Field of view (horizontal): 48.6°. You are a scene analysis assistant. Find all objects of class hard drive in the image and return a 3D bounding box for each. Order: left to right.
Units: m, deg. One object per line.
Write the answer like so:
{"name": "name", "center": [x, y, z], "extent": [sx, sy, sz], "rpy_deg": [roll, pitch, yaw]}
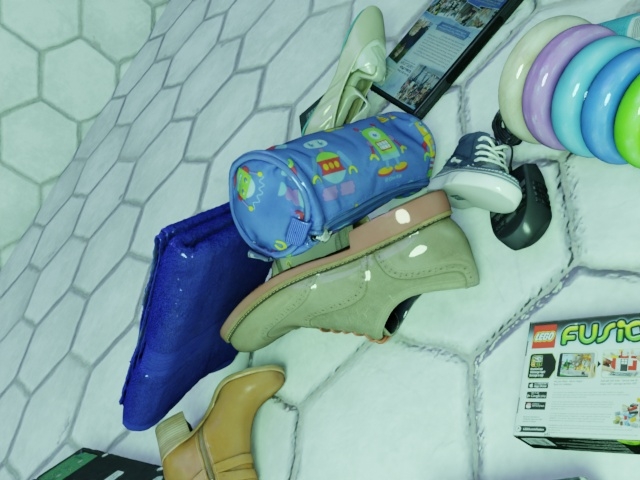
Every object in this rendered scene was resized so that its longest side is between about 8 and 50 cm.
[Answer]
{"name": "hard drive", "center": [-0.347, 0.392, 0.979], "extent": [0.339, 0.064, 0.237], "rpy_deg": [-9, 16, 47]}
{"name": "hard drive", "center": [0.020, -0.229, 1.228], "extent": [0.135, 0.022, 0.094], "rpy_deg": [-37, 36, 25]}

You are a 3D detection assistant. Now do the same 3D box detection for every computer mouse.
{"name": "computer mouse", "center": [0.230, -0.079, 0.817], "extent": [0.071, 0.041, 0.242], "rpy_deg": [-53, 20, 45]}

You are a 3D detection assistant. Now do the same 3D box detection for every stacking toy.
{"name": "stacking toy", "center": [0.318, -0.109, 0.651], "extent": [0.141, 0.141, 0.330], "rpy_deg": [-52, 38, 4]}

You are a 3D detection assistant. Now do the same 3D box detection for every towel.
{"name": "towel", "center": [-0.155, 0.080, 0.915], "extent": [0.228, 0.076, 0.308], "rpy_deg": [-35, -26, -54]}

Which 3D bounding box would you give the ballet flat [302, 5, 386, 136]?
{"name": "ballet flat", "center": [0.058, -0.245, 1.121], "extent": [0.248, 0.086, 0.086], "rpy_deg": [-65, 31, 8]}

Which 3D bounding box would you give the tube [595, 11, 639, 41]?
{"name": "tube", "center": [0.325, -0.224, 0.814], "extent": [0.080, 0.052, 0.207], "rpy_deg": [-50, 25, -19]}

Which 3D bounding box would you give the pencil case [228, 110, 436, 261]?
{"name": "pencil case", "center": [0.026, -0.074, 0.860], "extent": [0.133, 0.306, 0.119], "rpy_deg": [44, 129, 17]}

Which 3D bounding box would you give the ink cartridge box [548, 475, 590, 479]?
{"name": "ink cartridge box", "center": [0.140, 0.349, 0.507], "extent": [0.165, 0.065, 0.332], "rpy_deg": [-25, 43, 36]}

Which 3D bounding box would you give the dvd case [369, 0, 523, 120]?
{"name": "dvd case", "center": [0.190, -0.309, 1.087], "extent": [0.253, 0.022, 0.180], "rpy_deg": [-49, 34, 7]}

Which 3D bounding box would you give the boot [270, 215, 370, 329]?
{"name": "boot", "center": [0.000, 0.000, 0.993], "extent": [0.165, 0.077, 0.213], "rpy_deg": [-36, 44, 28]}

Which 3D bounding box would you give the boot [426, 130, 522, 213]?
{"name": "boot", "center": [0.178, -0.083, 0.785], "extent": [0.086, 0.069, 0.190], "rpy_deg": [-61, 13, -2]}

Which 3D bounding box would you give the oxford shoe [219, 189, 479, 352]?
{"name": "oxford shoe", "center": [0.022, 0.075, 0.837], "extent": [0.348, 0.123, 0.130], "rpy_deg": [-32, 83, 32]}

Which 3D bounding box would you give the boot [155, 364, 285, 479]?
{"name": "boot", "center": [-0.105, 0.260, 0.901], "extent": [0.197, 0.073, 0.152], "rpy_deg": [-33, 51, -3]}

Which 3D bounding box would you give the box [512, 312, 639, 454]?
{"name": "box", "center": [0.264, 0.116, 0.584], "extent": [0.207, 0.036, 0.114], "rpy_deg": [-13, 51, 46]}
